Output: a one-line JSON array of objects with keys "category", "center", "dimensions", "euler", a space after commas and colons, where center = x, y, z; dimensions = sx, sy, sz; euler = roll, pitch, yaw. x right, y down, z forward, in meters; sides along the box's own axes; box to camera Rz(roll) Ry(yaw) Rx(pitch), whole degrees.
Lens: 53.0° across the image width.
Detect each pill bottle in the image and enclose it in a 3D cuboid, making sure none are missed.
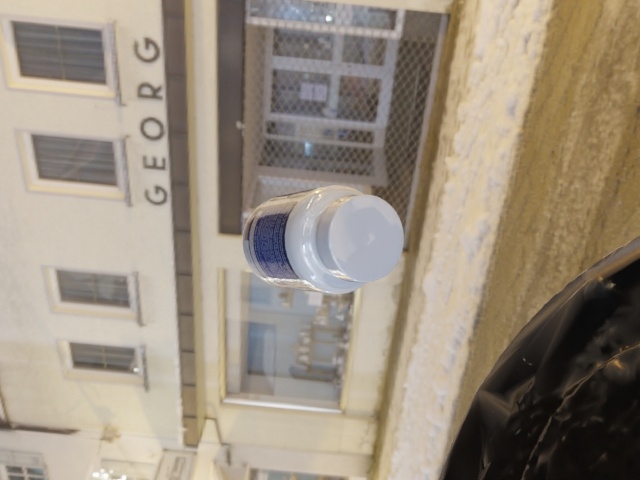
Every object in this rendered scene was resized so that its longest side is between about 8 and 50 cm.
[{"category": "pill bottle", "center": [0.000, 0.000, 0.410], "dimensions": [0.120, 0.067, 0.067], "euler": [-2, 82, 64]}]

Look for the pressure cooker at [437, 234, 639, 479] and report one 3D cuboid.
[{"category": "pressure cooker", "center": [0.307, 0.219, 0.328], "dimensions": [0.375, 0.420, 0.370], "euler": [-54, 17, 10]}]
